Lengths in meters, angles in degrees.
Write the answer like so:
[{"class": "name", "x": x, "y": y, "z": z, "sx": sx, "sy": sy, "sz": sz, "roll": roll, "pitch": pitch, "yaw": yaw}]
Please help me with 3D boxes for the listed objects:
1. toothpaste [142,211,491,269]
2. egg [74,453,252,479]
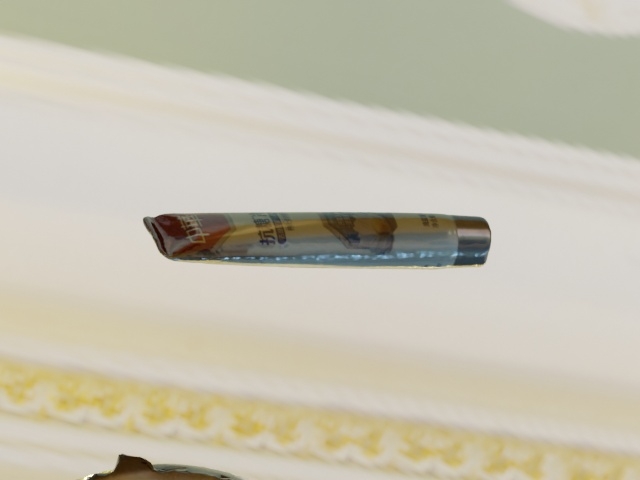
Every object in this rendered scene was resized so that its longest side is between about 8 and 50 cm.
[{"class": "toothpaste", "x": 0.000, "y": 0.000, "z": 1.323, "sx": 0.239, "sy": 0.039, "sz": 0.062, "roll": 0, "pitch": -154, "yaw": -19}, {"class": "egg", "x": -0.093, "y": 0.276, "z": 1.187, "sx": 0.286, "sy": 0.174, "sz": 0.264, "roll": -34, "pitch": -107, "yaw": -1}]
